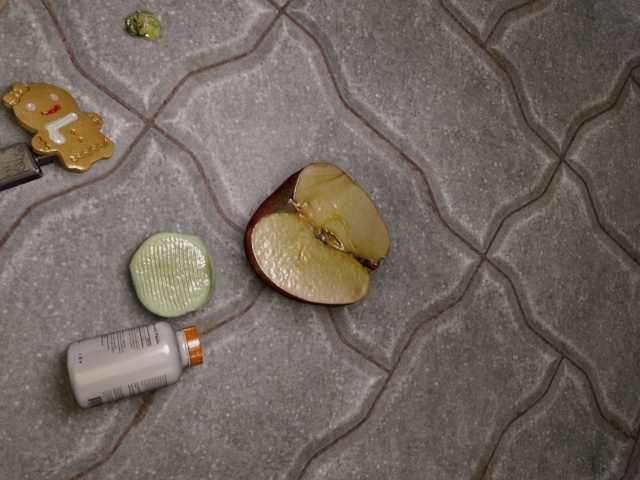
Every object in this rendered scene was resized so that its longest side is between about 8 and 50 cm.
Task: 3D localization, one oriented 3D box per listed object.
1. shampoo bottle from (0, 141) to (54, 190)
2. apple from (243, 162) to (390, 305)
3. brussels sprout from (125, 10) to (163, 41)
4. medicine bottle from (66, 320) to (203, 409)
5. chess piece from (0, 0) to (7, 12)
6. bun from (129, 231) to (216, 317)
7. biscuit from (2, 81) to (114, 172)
[{"bbox_3d":[-0.732,-0.153,1.100,0.246,0.080,0.079,-25,98,-20],"label":"shampoo bottle"},{"bbox_3d":[0.000,0.000,1.280,0.365,0.295,0.329,36,111,-16],"label":"apple"},{"bbox_3d":[-0.446,-0.541,1.234,0.085,0.058,0.085,0,90,-4],"label":"brussels sprout"},{"bbox_3d":[-0.433,0.285,1.170,0.288,0.157,0.157,-11,93,-22],"label":"medicine bottle"},{"bbox_3d":[-0.828,-0.596,1.049,0.260,0.142,0.143,31,78,-14],"label":"chess piece"},{"bbox_3d":[-0.364,0.079,1.229,0.221,0.108,0.221,-1,92,-14],"label":"bun"},{"bbox_3d":[-0.604,-0.272,1.141,0.249,0.035,0.184,49,47,-6],"label":"biscuit"}]
